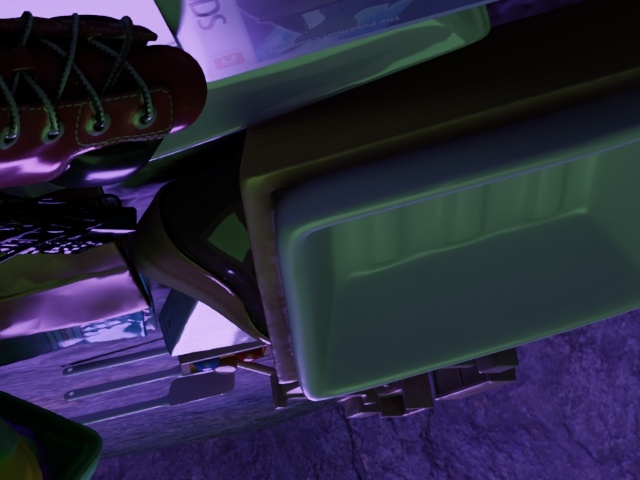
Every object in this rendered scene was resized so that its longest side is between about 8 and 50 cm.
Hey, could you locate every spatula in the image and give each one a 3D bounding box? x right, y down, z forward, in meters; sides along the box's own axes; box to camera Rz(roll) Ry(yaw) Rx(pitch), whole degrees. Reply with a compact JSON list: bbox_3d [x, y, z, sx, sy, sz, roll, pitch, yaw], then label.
[{"bbox_3d":[-0.223,0.175,1.379,0.241,0.019,0.168,-13,-151,3],"label":"spatula"}]

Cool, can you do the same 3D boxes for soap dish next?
[{"bbox_3d":[0.095,-0.025,0.678,0.290,0.118,0.229,-16,145,-7],"label":"soap dish"}]

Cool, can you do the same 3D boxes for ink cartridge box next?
[{"bbox_3d":[-0.046,0.027,1.105,0.189,0.066,0.232,-7,144,-30],"label":"ink cartridge box"}]

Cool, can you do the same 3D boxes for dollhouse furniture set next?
[{"bbox_3d":[0.040,0.099,1.263,0.355,0.174,0.303,4,158,-35],"label":"dollhouse furniture set"}]

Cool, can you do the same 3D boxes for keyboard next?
[{"bbox_3d":[-0.188,0.003,0.607,0.100,0.038,0.192,-24,165,39],"label":"keyboard"}]

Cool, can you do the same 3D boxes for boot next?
[{"bbox_3d":[-0.266,0.064,0.795,0.280,0.096,0.264,-16,138,-10],"label":"boot"},{"bbox_3d":[0.000,0.000,0.811,0.248,0.090,0.206,19,143,-37],"label":"boot"},{"bbox_3d":[-0.112,-0.056,0.323,0.176,0.089,0.244,-11,175,-17],"label":"boot"}]

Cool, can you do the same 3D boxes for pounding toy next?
[{"bbox_3d":[-0.104,0.121,1.276,0.130,0.100,0.141,-12,167,-9],"label":"pounding toy"}]

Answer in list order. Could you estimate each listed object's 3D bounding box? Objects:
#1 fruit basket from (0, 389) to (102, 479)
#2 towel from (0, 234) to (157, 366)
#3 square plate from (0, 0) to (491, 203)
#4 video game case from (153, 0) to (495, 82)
[{"bbox_3d":[-0.399,0.281,1.093,0.282,0.392,0.392,17,177,18],"label":"fruit basket"},{"bbox_3d":[-0.289,0.069,0.986,0.271,0.040,0.370,-13,167,-9],"label":"towel"},{"bbox_3d":[-0.119,-0.098,0.436,0.347,0.049,0.344,-17,168,12],"label":"square plate"},{"bbox_3d":[0.035,-0.118,0.362,0.201,0.023,0.183,-16,167,1],"label":"video game case"}]
